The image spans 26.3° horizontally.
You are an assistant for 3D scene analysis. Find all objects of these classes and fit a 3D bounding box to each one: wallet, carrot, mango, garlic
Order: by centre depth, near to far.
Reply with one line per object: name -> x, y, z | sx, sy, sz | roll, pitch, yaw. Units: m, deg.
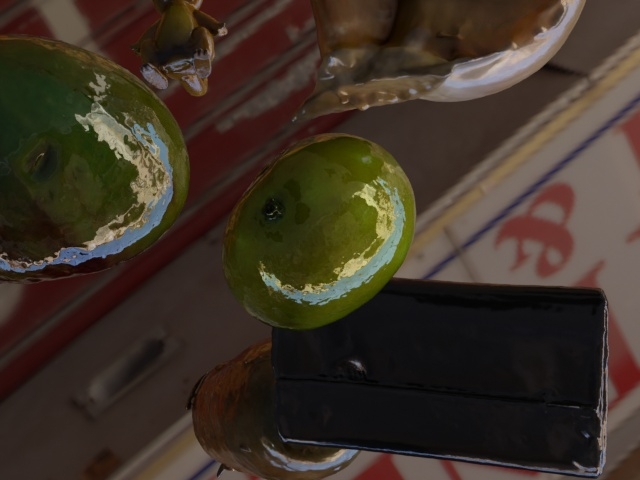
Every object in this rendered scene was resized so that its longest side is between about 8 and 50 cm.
garlic -> 0.080, -0.261, 1.221 | 0.286, 0.249, 0.313 | -18, -112, 47
mango -> -0.006, 0.004, 1.278 | 0.185, 0.149, 0.273 | -40, 171, -20
wallet -> 0.138, 0.155, 1.638 | 0.406, 0.228, 0.062 | 3, -171, 21
carrot -> -0.058, 0.256, 2.065 | 0.224, 0.224, 0.341 | -45, -174, -21

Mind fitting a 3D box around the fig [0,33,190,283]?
fig -> -0.190, -0.056, 0.924 | 0.181, 0.191, 0.181 | -15, -135, 16

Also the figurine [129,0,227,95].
figurine -> -0.162, -0.256, 1.660 | 0.121, 0.122, 0.176 | -12, -114, 14
